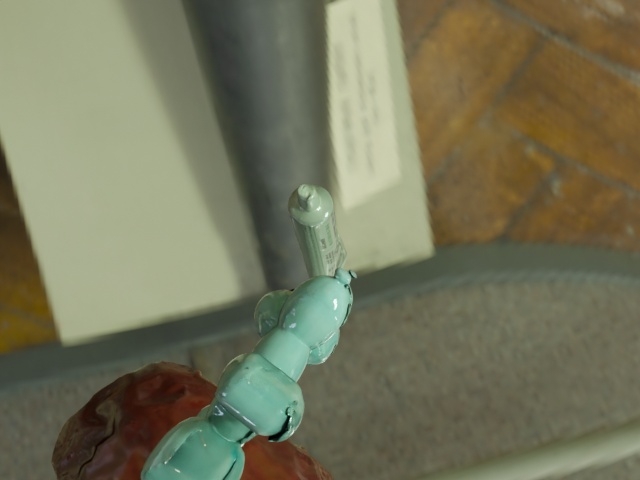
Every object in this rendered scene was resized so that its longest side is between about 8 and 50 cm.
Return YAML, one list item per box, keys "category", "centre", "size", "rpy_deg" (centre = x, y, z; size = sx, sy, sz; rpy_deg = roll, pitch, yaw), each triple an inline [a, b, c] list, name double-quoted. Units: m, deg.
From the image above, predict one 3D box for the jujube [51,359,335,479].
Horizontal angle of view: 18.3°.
- category: "jujube"
  centre: [-0.097, 0.303, 1.953]
  size: [0.276, 0.377, 0.276]
  rpy_deg: [-41, 166, -13]

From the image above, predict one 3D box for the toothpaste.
- category: "toothpaste"
  centre: [0.000, 0.000, 1.837]
  size: [0.041, 0.064, 0.218]
  rpy_deg: [18, 160, 14]

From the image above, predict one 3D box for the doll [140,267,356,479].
- category: "doll"
  centre: [-0.035, 0.085, 1.237]
  size: [0.059, 0.158, 0.159]
  rpy_deg: [38, 118, -4]
